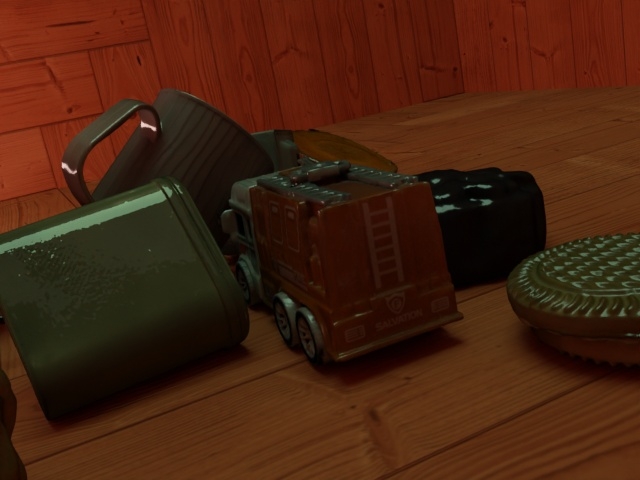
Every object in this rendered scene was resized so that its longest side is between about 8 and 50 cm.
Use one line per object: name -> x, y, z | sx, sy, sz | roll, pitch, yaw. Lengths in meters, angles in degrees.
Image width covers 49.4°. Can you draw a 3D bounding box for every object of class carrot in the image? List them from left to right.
carrot -> 0.029, -0.158, 1.461 | 0.259, 0.100, 0.307 | 19, 13, 1

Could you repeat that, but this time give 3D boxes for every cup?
cup -> -0.224, -0.074, 1.032 | 0.208, 0.273, 0.288 | 29, -14, 8

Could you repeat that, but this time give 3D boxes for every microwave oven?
microwave oven -> -0.112, -0.087, 1.256 | 0.163, 0.208, 0.122 | -7, 6, 15

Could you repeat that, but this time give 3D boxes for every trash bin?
trash bin -> -0.244, 0.061, 0.828 | 0.248, 0.243, 0.121 | -23, -21, -27

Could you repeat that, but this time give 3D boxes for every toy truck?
toy truck -> 0.000, 0.000, 0.881 | 0.174, 0.206, 0.388 | -16, 16, -20

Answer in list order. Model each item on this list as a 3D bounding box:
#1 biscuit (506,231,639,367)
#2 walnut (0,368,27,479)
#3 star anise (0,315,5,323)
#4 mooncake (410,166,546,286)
biscuit -> 0.324, 0.054, 0.707 | 0.259, 0.079, 0.259 | -10, 13, 3
walnut -> -0.354, 0.168, 0.496 | 0.257, 0.257, 0.224 | -16, 48, -18
star anise -> -0.336, 0.101, 0.979 | 0.234, 0.073, 0.177 | 11, 20, 12
mooncake -> 0.186, -0.035, 1.022 | 0.283, 0.141, 0.283 | -8, 14, 2
